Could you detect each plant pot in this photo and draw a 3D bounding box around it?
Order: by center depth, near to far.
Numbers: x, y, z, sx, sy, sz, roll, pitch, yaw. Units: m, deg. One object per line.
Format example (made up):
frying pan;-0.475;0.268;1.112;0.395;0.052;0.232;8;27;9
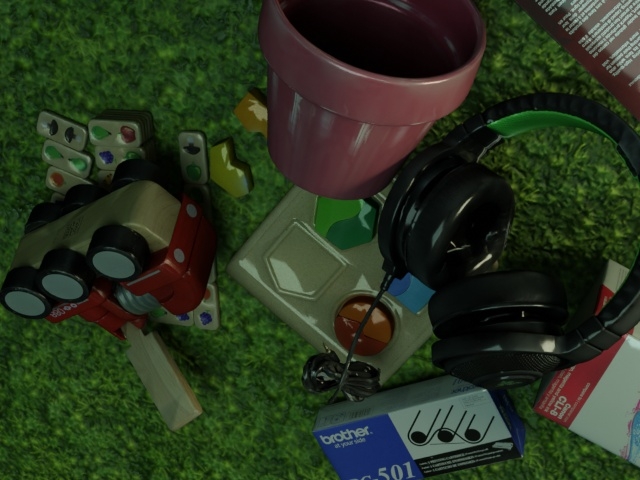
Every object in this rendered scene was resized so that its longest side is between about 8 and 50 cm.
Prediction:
plant pot;0.030;-0.143;1.203;0.201;0.201;0.180;25;134;6

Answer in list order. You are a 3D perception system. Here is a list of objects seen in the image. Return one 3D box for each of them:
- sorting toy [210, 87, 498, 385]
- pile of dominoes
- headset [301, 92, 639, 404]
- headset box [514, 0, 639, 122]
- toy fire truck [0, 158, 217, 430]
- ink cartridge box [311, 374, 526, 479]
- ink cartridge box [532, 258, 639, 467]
sorting toy;0.000;0.000;1.354;0.307;0.041;0.229;40;120;-3
pile of dominoes;-0.213;-0.017;1.419;0.196;0.040;0.251;5;115;16
headset;0.149;0.037;1.220;0.394;0.185;0.243;-34;62;18
headset box;0.231;-0.234;1.065;0.293;0.218;0.110;43;120;-3
toy fire truck;-0.186;0.067;1.384;0.217;0.158;0.246;-22;132;36
ink cartridge box;0.105;0.205;1.403;0.207;0.046;0.097;-18;117;25
ink cartridge box;0.317;0.130;1.257;0.176;0.128;0.127;28;119;5
